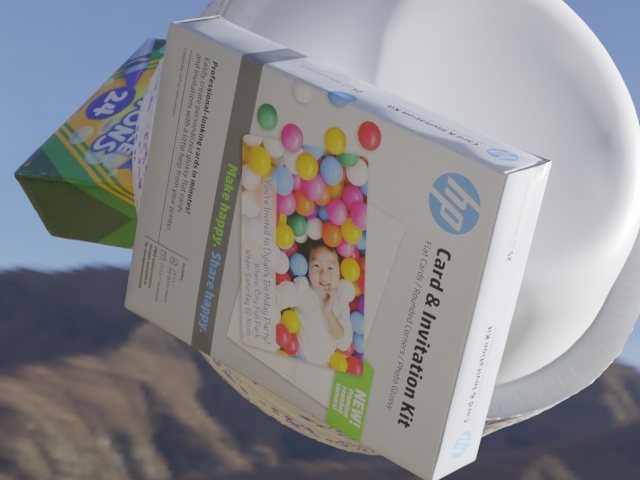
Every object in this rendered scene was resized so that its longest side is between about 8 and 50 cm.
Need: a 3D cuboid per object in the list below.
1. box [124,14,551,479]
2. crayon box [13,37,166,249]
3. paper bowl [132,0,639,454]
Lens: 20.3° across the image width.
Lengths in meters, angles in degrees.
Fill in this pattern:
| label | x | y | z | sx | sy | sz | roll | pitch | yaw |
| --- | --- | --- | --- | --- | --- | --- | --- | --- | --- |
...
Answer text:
| label | x | y | z | sx | sy | sz | roll | pitch | yaw |
| --- | --- | --- | --- | --- | --- | --- | --- | --- | --- |
| box | 0.000 | 0.000 | 0.780 | 0.186 | 0.145 | 0.038 | 27 | 28 | 31 |
| crayon box | -0.084 | -0.080 | 1.550 | 0.323 | 0.203 | 0.083 | 9 | -43 | 39 |
| paper bowl | 0.056 | -0.037 | 0.945 | 0.284 | 0.284 | 0.148 | 18 | -26 | -25 |
